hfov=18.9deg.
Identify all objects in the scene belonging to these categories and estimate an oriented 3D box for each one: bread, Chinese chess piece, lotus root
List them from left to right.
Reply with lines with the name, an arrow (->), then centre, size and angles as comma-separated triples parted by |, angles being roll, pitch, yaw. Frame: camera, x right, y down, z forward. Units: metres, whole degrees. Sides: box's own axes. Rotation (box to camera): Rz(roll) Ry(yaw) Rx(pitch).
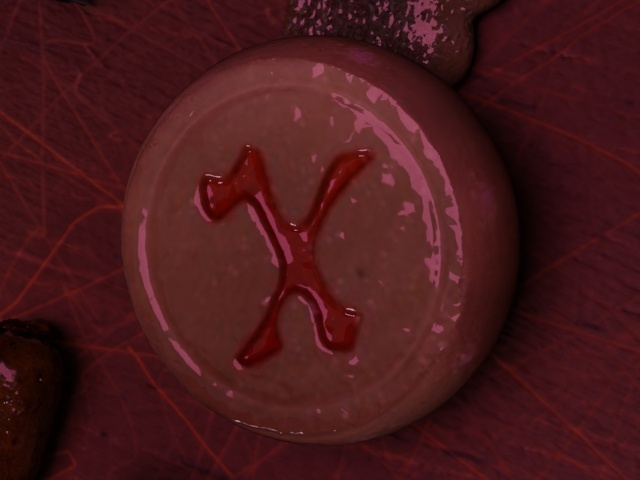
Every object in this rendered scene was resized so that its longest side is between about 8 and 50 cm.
lotus root -> -0.285, 0.166, 1.747 | 0.108, 0.094, 0.190 | 11, 96, 59
Chinese chess piece -> 0.000, 0.000, 1.584 | 0.338, 0.140, 0.338 | 3, 98, 23
bread -> 0.070, -0.243, 1.642 | 0.207, 0.056, 0.286 | 2, 89, 25

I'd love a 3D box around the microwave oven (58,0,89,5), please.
microwave oven -> -0.306, -0.309, 1.750 | 0.208, 0.162, 0.122 | 26, 96, 24
